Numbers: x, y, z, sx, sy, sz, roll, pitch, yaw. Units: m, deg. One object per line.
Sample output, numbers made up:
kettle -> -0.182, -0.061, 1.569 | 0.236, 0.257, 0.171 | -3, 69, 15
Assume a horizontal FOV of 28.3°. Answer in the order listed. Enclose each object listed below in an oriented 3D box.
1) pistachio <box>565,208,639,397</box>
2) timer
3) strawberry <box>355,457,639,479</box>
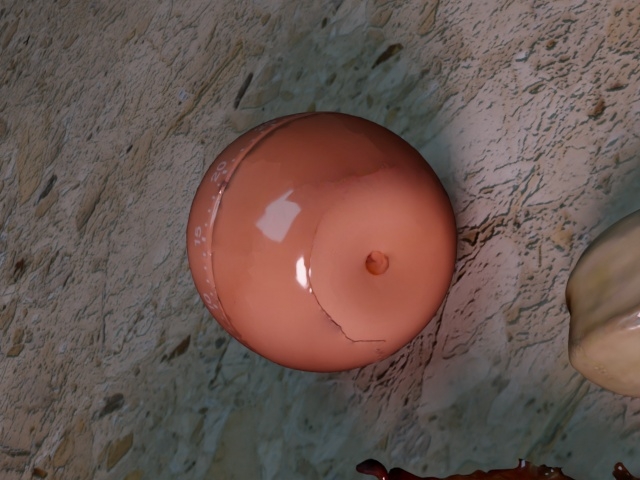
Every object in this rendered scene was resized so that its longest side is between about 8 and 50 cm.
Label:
pistachio -> 0.262, 0.029, 0.885 | 0.206, 0.131, 0.129 | -36, 87, 27
timer -> 0.000, 0.000, 1.111 | 0.229, 0.230, 0.215 | -63, 29, -2
strawberry -> 0.133, 0.245, 0.848 | 0.234, 0.234, 0.177 | 7, 93, 49
